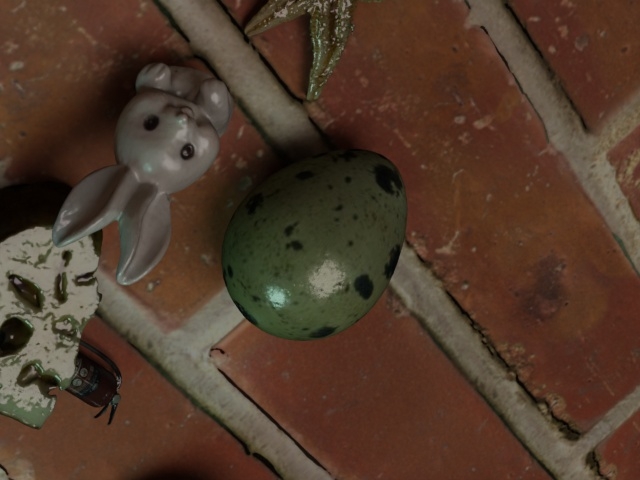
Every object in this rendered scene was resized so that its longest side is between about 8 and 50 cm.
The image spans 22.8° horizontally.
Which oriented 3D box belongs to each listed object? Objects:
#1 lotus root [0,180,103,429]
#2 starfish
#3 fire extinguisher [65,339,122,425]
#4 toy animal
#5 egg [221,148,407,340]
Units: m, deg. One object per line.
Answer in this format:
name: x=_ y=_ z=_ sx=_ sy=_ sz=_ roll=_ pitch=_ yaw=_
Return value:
lotus root: x=-0.298 y=0.060 z=1.543 sx=0.138 sy=0.119 sz=0.235 roll=12 pitch=101 yaw=-23
starfish: x=0.038 y=-0.261 z=1.597 sx=0.247 sy=0.050 sz=0.138 roll=-45 pitch=134 yaw=7
fire extinguisher: x=-0.262 y=0.138 z=1.687 sx=0.158 sy=0.043 sz=0.064 roll=39 pitch=77 yaw=-42
toy animal: x=-0.157 y=-0.074 z=1.484 sx=0.103 sy=0.221 sz=0.131 roll=31 pitch=136 yaw=-10
egg: x=0.000 y=0.000 z=1.666 sx=0.228 sy=0.177 sz=0.177 roll=-46 pitch=133 yaw=-13
